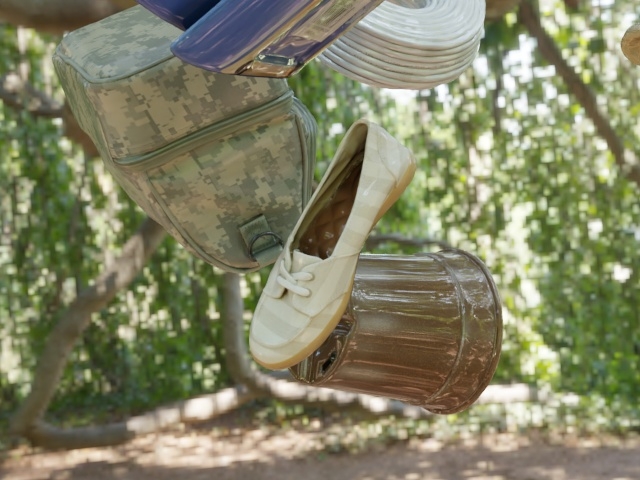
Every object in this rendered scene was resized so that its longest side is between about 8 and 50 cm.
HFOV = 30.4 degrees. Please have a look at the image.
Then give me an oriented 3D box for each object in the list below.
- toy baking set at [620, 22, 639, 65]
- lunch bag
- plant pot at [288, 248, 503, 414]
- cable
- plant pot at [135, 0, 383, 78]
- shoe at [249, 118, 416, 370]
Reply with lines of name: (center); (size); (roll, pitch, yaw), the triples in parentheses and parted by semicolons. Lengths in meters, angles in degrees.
toy baking set: (0.268, -0.111, 0.640); (0.196, 0.030, 0.256); (23, -31, 12)
lunch bag: (-0.138, -0.116, 1.266); (0.212, 0.256, 0.305); (-23, 24, -15)
plant pot: (0.059, 0.082, 1.135); (0.165, 0.167, 0.167); (7, -6, -32)
cable: (0.081, -0.289, 1.448); (0.257, 0.257, 0.089); (5, -45, -21)
plant pot: (-0.048, -0.256, 0.910); (0.236, 0.212, 0.236); (-38, -4, 15)
shoe: (0.000, 0.000, 0.940); (0.076, 0.219, 0.058); (17, -21, 39)
